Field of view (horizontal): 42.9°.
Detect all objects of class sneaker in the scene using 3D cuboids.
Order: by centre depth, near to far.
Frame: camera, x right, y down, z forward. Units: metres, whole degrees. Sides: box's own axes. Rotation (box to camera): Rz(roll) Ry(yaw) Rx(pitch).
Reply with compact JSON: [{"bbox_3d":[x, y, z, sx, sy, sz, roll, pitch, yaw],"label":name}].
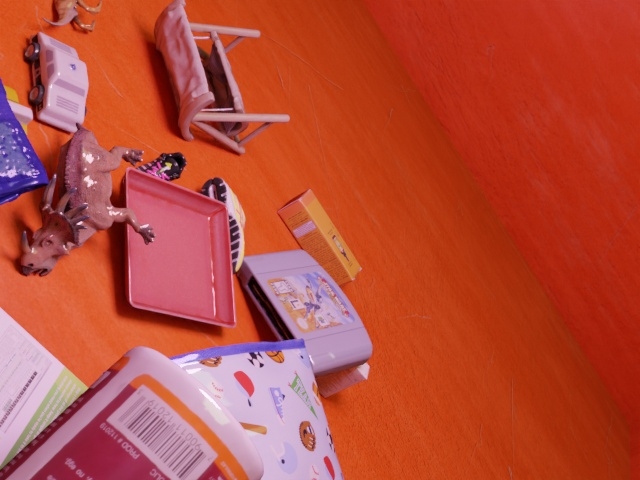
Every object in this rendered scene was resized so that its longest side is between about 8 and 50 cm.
[{"bbox_3d":[-0.308,-0.128,1.542,0.063,0.075,0.170,57,29,-8],"label":"sneaker"},{"bbox_3d":[-0.183,-0.024,1.655,0.094,0.082,0.208,37,40,-60],"label":"sneaker"}]

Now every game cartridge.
[{"bbox_3d":[-0.028,0.138,1.661,0.198,0.062,0.297,-11,54,-41],"label":"game cartridge"}]

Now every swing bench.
[{"bbox_3d":[-0.237,-0.350,1.774,0.255,0.165,0.253,7,59,-50],"label":"swing bench"}]

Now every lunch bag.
[{"bbox_3d":[-0.154,0.332,1.222,0.385,0.239,0.327,8,60,-64],"label":"lunch bag"}]

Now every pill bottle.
[{"bbox_3d":[-0.268,0.326,0.891,0.392,0.224,0.224,-45,107,-25],"label":"pill bottle"}]

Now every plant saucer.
[{"bbox_3d":[-0.264,0.024,1.482,0.259,0.048,0.258,20,56,-50],"label":"plant saucer"}]

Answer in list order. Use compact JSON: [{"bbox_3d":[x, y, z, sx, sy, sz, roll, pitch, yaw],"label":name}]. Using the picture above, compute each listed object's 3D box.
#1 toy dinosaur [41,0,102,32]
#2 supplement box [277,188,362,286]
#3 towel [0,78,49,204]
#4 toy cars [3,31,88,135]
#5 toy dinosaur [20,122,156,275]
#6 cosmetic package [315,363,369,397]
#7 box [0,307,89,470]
[{"bbox_3d":[-0.486,-0.442,1.569,0.112,0.064,0.211,16,40,-30],"label":"toy dinosaur"},{"bbox_3d":[0.000,0.000,1.930,0.233,0.080,0.078,55,30,-8],"label":"supplement box"},{"bbox_3d":[-0.551,-0.176,1.148,0.228,0.076,0.308,-23,87,-43],"label":"towel"},{"bbox_3d":[-0.476,-0.239,1.355,0.176,0.087,0.393,51,30,-18],"label":"toy cars"},{"bbox_3d":[-0.383,-0.089,1.304,0.200,0.127,0.295,24,52,-58],"label":"toy dinosaur"},{"bbox_3d":[0.039,0.278,1.701,0.060,0.115,0.041,51,30,-20],"label":"cosmetic package"},{"bbox_3d":[-0.456,0.189,1.041,0.322,0.058,0.232,49,31,-19],"label":"box"}]
